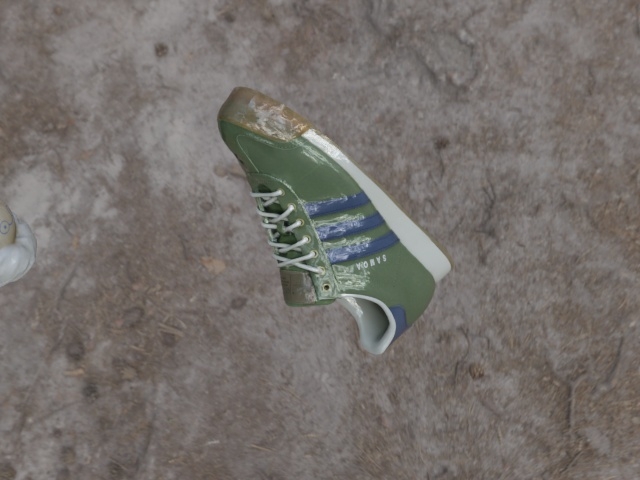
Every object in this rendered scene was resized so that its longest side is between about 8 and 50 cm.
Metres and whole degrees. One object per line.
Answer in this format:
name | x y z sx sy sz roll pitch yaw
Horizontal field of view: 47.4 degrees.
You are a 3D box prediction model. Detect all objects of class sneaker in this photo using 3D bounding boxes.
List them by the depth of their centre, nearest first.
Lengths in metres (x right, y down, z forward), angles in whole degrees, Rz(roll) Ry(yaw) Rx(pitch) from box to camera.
sneaker | 0.000 0.000 0.442 0.064 0.192 0.086 12 66 58

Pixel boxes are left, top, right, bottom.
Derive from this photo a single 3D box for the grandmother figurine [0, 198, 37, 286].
grandmother figurine | -0.336 -0.075 0.553 0.104 0.342 0.208 -6 50 18
